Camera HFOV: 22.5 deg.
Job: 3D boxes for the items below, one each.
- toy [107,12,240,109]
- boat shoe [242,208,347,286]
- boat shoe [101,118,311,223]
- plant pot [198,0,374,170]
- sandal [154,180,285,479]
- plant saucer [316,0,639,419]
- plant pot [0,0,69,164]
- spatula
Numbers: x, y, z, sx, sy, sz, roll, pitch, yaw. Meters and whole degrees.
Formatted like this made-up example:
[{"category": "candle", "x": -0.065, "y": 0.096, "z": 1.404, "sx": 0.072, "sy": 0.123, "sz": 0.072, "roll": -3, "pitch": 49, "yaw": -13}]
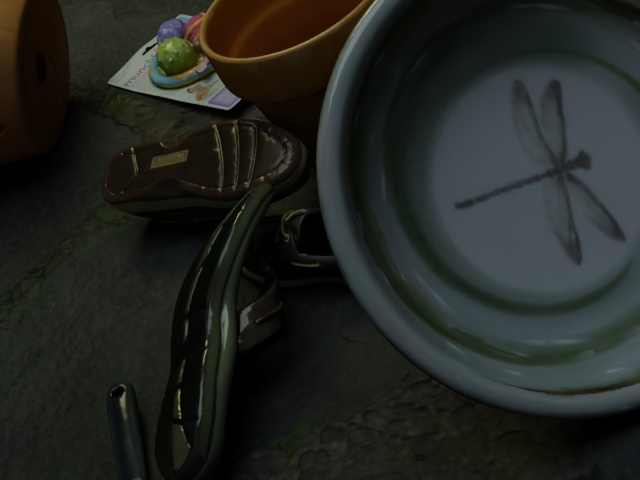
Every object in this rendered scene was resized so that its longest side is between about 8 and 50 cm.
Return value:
[{"category": "toy", "x": -0.145, "y": -0.226, "z": 1.883, "sx": 0.237, "sy": 0.056, "sz": 0.137, "roll": 19, "pitch": 56, "yaw": 43}, {"category": "boat shoe", "x": 0.000, "y": 0.000, "z": 1.530, "sx": 0.227, "sy": 0.069, "sz": 0.081, "roll": 6, "pitch": 50, "yaw": 36}, {"category": "boat shoe", "x": -0.101, "y": -0.062, "z": 1.635, "sx": 0.257, "sy": 0.095, "sz": 0.095, "roll": -1, "pitch": 64, "yaw": 39}, {"category": "plant pot", "x": 0.010, "y": -0.173, "z": 1.619, "sx": 0.205, "sy": 0.188, "sz": 0.205, "roll": -19, "pitch": 36, "yaw": 15}, {"category": "sandal", "x": -0.082, "y": 0.088, "z": 1.470, "sx": 0.120, "sy": 0.086, "sz": 0.303, "roll": -39, "pitch": 36, "yaw": 56}, {"category": "plant saucer", "x": 0.186, "y": -0.054, "z": 1.311, "sx": 0.400, "sy": 0.400, "sz": 0.100, "roll": -38, "pitch": 2, "yaw": -13}, {"category": "plant pot", "x": -0.415, "y": -0.200, "z": 1.858, "sx": 0.203, "sy": 0.291, "sz": 0.291, "roll": 0, "pitch": 44, "yaw": 9}, {"category": "spatula", "x": -0.165, "y": 0.229, "z": 1.403, "sx": 0.084, "sy": 0.030, "sz": 0.296, "roll": -25, "pitch": 38, "yaw": 8}]
